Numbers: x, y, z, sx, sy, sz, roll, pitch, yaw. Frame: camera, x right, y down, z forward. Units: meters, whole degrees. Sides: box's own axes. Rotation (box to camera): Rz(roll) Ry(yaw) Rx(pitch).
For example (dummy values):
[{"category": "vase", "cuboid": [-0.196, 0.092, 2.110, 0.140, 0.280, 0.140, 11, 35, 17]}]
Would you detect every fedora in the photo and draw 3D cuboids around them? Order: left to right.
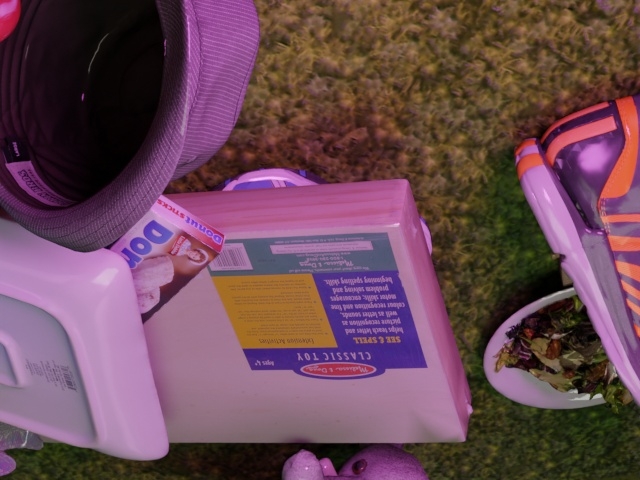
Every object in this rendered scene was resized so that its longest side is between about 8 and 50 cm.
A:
[{"category": "fedora", "cuboid": [-0.132, -0.120, 1.016, 0.124, 0.244, 0.275, -5, 149, -45]}]

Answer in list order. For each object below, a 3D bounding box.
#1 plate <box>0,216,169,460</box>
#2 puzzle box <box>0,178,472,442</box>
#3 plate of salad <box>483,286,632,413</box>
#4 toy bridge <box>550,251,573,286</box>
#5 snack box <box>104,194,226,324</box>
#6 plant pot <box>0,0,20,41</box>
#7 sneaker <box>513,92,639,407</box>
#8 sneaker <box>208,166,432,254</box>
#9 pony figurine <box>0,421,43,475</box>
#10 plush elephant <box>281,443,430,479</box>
[{"category": "plate", "cuboid": [-0.268, 0.076, 1.184, 0.278, 0.045, 0.277, 16, 142, 15]}, {"category": "puzzle box", "cuboid": [-0.095, 0.072, 1.221, 0.409, 0.052, 0.272, -2, 135, 17]}, {"category": "plate of salad", "cuboid": [0.253, 0.109, 1.367, 0.200, 0.048, 0.200, -4, 140, -4]}, {"category": "toy bridge", "cuboid": [0.297, -0.003, 1.288, 0.188, 0.026, 0.063, -10, 132, 3]}, {"category": "snack box", "cuboid": [-0.145, 0.028, 1.129, 0.064, 0.022, 0.178, 33, 136, -17]}, {"category": "plant pot", "cuboid": [-0.306, -0.139, 0.976, 0.191, 0.191, 0.174, 25, 118, -28]}, {"category": "sneaker", "cuboid": [0.305, 0.020, 1.208, 0.180, 0.124, 0.321, -26, 115, 15]}, {"category": "sneaker", "cuboid": [0.000, 0.000, 1.216, 0.211, 0.081, 0.080, 11, 133, -15]}, {"category": "pony figurine", "cuboid": [-0.435, 0.291, 1.308, 0.351, 0.363, 0.303, 10, 126, -38]}, {"category": "plush elephant", "cuboid": [0.004, 0.286, 1.338, 0.330, 0.272, 0.255, 17, 110, -40]}]
